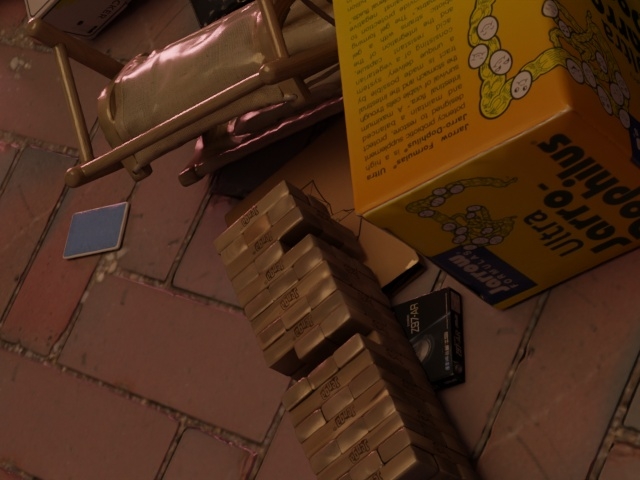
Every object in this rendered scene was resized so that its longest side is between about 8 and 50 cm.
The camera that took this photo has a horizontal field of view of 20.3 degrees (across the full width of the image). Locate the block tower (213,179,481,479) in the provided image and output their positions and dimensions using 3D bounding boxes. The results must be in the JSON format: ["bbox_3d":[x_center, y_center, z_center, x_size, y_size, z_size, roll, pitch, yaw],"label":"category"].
[{"bbox_3d":[0.020,0.102,1.457,0.097,0.091,0.335,-41,47,19],"label":"block tower"}]

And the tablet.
[{"bbox_3d":[-0.232,-0.010,1.849,0.083,0.006,0.054,-10,59,38],"label":"tablet"}]

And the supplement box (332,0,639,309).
[{"bbox_3d":[0.145,-0.161,1.452,0.195,0.194,0.356,-27,50,29],"label":"supplement box"}]

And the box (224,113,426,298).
[{"bbox_3d":[0.000,0.000,1.618,0.164,0.021,0.201,-39,45,18],"label":"box"}]

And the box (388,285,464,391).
[{"bbox_3d":[0.087,0.087,1.487,0.067,0.018,0.083,-21,54,33],"label":"box"}]

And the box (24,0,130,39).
[{"bbox_3d":[-0.271,-0.391,1.984,0.169,0.087,0.290,-35,60,38],"label":"box"}]

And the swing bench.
[{"bbox_3d":[-0.082,-0.161,1.646,0.253,0.255,0.165,-24,76,33],"label":"swing bench"}]

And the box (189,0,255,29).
[{"bbox_3d":[-0.044,-0.400,1.794,0.293,0.073,0.295,-33,68,26],"label":"box"}]
